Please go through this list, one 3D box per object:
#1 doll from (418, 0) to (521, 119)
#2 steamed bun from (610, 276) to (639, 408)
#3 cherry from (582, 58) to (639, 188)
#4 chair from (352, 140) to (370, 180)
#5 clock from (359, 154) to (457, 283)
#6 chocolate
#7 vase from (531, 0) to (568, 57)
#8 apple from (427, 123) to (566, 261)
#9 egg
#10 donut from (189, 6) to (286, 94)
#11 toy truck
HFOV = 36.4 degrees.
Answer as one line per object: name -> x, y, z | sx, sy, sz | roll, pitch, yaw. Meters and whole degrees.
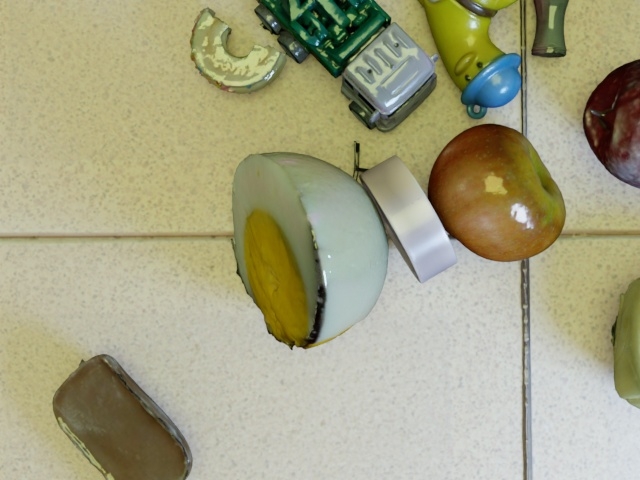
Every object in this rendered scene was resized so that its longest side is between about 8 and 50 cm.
doll -> 0.241, -0.378, 1.570 | 0.199, 0.145, 0.363 | 1, 99, 42
steamed bun -> 0.586, 0.163, 1.511 | 0.273, 0.166, 0.232 | 3, 76, -2
cherry -> 0.538, -0.174, 1.493 | 0.300, 0.230, 0.203 | 13, 102, -11
chair -> 0.073, -0.121, 1.605 | 0.042, 0.037, 0.086 | 3, 92, 15
clock -> 0.136, -0.033, 1.519 | 0.068, 0.197, 0.197 | -29, 87, 1
chocolate -> -0.313, 0.306, 1.588 | 0.161, 0.083, 0.261 | -40, 86, 18
vase -> 0.377, -0.407, 1.583 | 0.086, 0.086, 0.214 | 3, 93, 3
apple -> 0.270, -0.067, 1.510 | 0.173, 0.210, 0.235 | -31, 111, 23
egg -> 0.000, 0.000, 1.496 | 0.201, 0.337, 0.337 | -16, 87, -26
donut -> -0.147, -0.299, 1.609 | 0.166, 0.065, 0.108 | 32, 90, 3
toy truck -> 0.026, -0.342, 1.549 | 0.176, 0.178, 0.363 | -44, 89, 0
